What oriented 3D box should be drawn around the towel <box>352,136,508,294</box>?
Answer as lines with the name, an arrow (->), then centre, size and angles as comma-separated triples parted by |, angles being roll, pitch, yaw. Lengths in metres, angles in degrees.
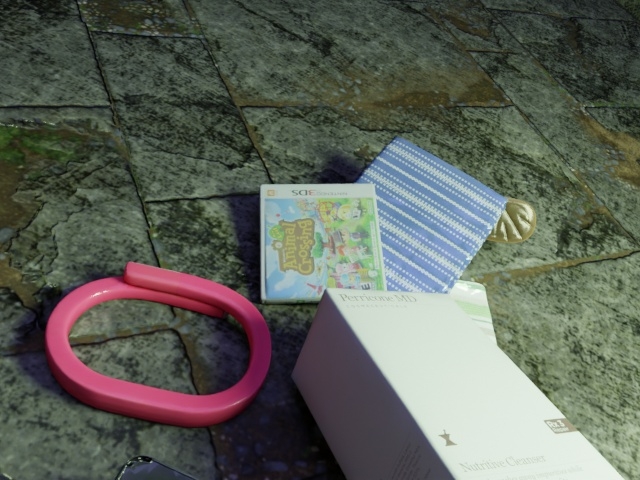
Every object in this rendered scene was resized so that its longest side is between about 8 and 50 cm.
towel -> 0.136, -0.010, 1.082 | 0.243, 0.040, 0.336 | 33, 63, 14

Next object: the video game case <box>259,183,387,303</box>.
video game case -> 0.000, 0.000, 1.030 | 0.193, 0.023, 0.213 | -1, 60, -4

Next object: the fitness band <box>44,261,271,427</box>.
fitness band -> -0.210, 0.136, 0.856 | 0.290, 0.054, 0.209 | 14, 47, -8

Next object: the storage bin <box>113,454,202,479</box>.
storage bin -> -0.148, 0.322, 0.672 | 0.180, 0.084, 0.122 | 24, 43, 2

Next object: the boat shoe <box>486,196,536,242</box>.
boat shoe -> 0.241, -0.059, 1.208 | 0.302, 0.109, 0.098 | 10, 7, 2

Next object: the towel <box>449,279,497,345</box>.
towel -> 0.236, 0.124, 1.070 | 0.113, 0.023, 0.152 | 11, 45, -12

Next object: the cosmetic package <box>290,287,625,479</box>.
cosmetic package -> 0.143, 0.224, 0.749 | 0.217, 0.156, 0.385 | 4, 30, -31
